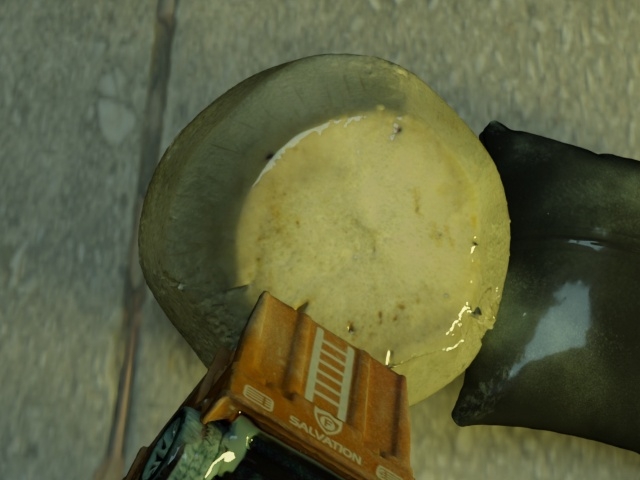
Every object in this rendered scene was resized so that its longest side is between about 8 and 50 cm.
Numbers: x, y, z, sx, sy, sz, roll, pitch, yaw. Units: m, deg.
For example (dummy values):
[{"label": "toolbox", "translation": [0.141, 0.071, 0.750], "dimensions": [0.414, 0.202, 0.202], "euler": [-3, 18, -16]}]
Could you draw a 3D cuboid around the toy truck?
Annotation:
[{"label": "toy truck", "translation": [-0.075, 0.182, 0.764], "dimensions": [0.136, 0.305, 0.162], "euler": [32, 27, -12]}]

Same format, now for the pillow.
[{"label": "pillow", "translation": [0.196, 0.037, 0.960], "dimensions": [0.186, 0.106, 0.250], "euler": [11, 65, -6]}]

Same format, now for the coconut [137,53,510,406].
[{"label": "coconut", "translation": [0.000, 0.000, 0.901], "dimensions": [0.245, 0.247, 0.245], "euler": [0, 92, -12]}]
